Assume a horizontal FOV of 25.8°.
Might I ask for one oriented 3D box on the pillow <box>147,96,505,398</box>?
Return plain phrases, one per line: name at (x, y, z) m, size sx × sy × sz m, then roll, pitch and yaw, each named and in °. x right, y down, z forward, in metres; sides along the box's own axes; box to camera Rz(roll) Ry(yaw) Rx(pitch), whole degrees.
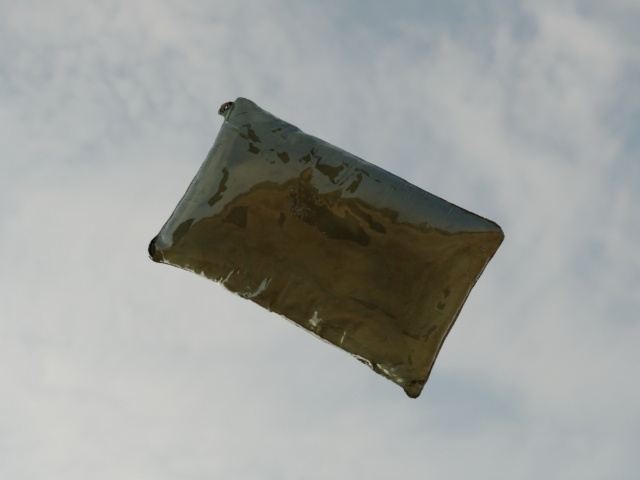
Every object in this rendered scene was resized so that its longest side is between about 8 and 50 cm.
pillow at (0.000, 0.000, 1.309) m, size 0.185 × 0.302 × 0.075 m, roll -60°, pitch -11°, yaw -12°
